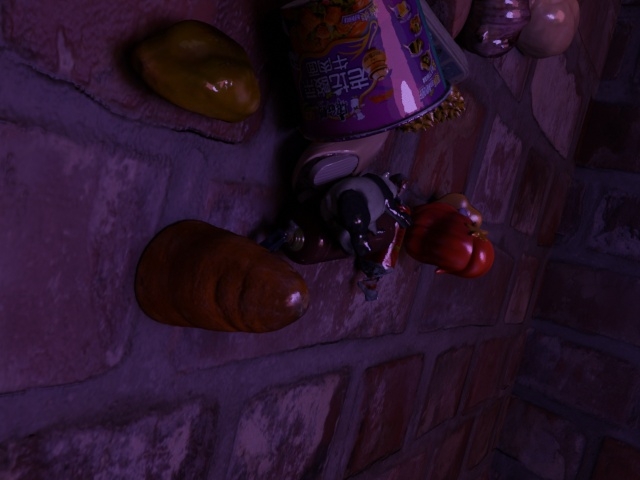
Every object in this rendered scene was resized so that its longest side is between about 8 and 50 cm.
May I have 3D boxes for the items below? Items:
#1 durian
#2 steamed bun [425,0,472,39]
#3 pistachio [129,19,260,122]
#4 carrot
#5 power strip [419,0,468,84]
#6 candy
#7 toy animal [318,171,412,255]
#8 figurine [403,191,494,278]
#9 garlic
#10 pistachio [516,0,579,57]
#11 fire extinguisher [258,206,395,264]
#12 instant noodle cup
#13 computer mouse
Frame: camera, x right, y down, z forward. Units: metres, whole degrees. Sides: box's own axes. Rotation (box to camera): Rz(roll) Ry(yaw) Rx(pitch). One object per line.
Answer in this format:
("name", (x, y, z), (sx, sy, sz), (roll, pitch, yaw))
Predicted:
("durian", (0.227, -0.308, 1.056), (0.182, 0.165, 0.132), (74, 10, -67))
("steamed bun", (0.255, -0.500, 1.020), (0.144, 0.106, 0.175), (-56, 155, -30))
("pistachio", (-0.139, -0.206, 0.616), (0.100, 0.110, 0.189), (-48, 150, 20))
("carrot", (-0.114, 0.068, 0.666), (0.159, 0.225, 0.159), (-28, 125, -50))
("power strip", (0.216, -0.398, 0.986), (0.286, 0.080, 0.048), (24, 59, -46))
("candy", (0.139, -0.008, 1.076), (0.059, 0.086, 0.292), (19, 88, -46))
("toy animal", (0.078, -0.054, 0.830), (0.225, 0.094, 0.121), (-28, 97, -49))
("figurine", (0.299, -0.010, 1.175), (0.181, 0.208, 0.257), (-40, -178, 19))
("garlic", (0.405, -0.528, 1.110), (0.245, 0.161, 0.244), (-178, -90, -89))
("pistachio", (0.651, -0.639, 1.432), (0.299, 0.188, 0.187), (14, 92, -60))
("fire extinguisher", (0.000, 0.000, 0.895), (0.344, 0.102, 0.138), (-8, 144, -51))
("instant noodle cup", (0.057, -0.288, 0.744), (0.251, 0.251, 0.190), (-43, 126, -34))
("computer mouse", (0.045, -0.153, 0.857), (0.236, 0.082, 0.145), (-44, 174, -35))
